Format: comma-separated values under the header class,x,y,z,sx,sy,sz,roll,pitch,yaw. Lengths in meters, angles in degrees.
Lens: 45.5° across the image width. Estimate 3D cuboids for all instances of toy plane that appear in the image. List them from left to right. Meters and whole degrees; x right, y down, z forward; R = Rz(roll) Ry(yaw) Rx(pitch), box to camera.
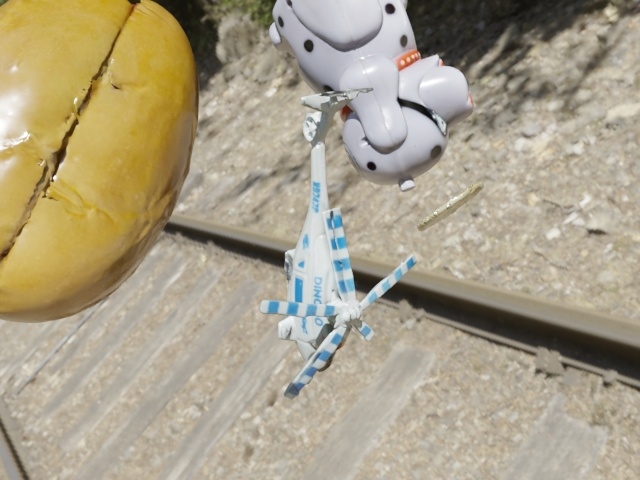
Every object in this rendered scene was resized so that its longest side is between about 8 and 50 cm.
class,x,y,z,sx,sy,sz,roll,pitch,yaw
toy plane,-0.009,0.001,0.727,0.182,0.273,0.107,-31,26,-26

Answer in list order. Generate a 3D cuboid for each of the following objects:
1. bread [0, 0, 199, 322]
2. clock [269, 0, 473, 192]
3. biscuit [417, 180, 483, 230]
class,x,y,z,sx,sy,sz,roll,pitch,yaw
bread,-0.113,-0.054,0.345,0.077,0.114,0.189,127,161,-58
clock,0.068,-0.180,0.885,0.188,0.254,0.189,-24,-13,-6
biscuit,0.239,-0.061,1.402,0.152,0.020,0.152,-33,-7,-5
